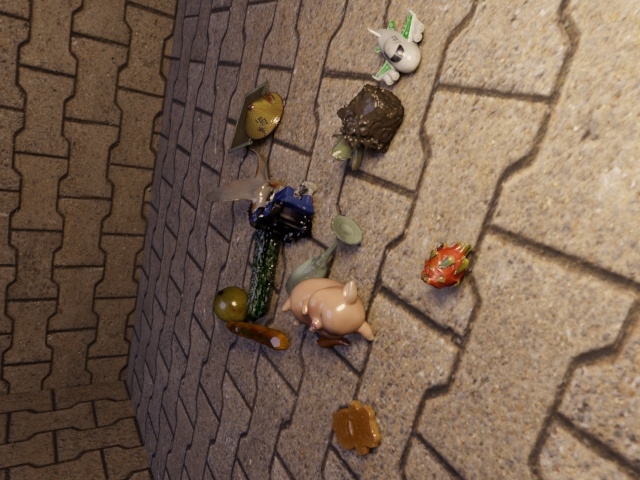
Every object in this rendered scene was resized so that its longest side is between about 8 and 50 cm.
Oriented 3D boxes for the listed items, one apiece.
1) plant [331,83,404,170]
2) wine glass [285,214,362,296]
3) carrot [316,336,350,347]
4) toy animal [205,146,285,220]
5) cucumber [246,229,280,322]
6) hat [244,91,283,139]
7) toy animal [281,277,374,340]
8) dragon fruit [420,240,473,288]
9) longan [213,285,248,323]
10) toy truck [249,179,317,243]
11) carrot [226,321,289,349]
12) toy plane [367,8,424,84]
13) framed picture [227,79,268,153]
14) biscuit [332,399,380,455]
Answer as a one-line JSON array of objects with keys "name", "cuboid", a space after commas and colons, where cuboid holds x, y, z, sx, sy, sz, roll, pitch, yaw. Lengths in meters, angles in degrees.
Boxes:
[{"name": "plant", "cuboid": [0.109, -0.284, 1.122, 0.203, 0.131, 0.142, -58, 46, 37]}, {"name": "wine glass", "cuboid": [0.000, 0.000, 1.343, 0.309, 0.097, 0.264, -52, 27, 41]}, {"name": "carrot", "cuboid": [0.034, 0.289, 1.274, 0.142, 0.035, 0.035, -16, 74, 50]}, {"name": "toy animal", "cuboid": [-0.222, -0.215, 1.657, 0.302, 0.225, 0.283, 11, 76, 43]}, {"name": "cucumber", "cuboid": [-0.202, 0.121, 1.582, 0.096, 0.097, 0.358, 17, 102, 55]}, {"name": "hat", "cuboid": [-0.231, -0.471, 1.628, 0.193, 0.082, 0.192, -11, 69, 32]}, {"name": "toy animal", "cuboid": [0.021, 0.180, 1.199, 0.250, 0.166, 0.154, 10, 55, 51]}, {"name": "dragon fruit", "cuboid": [0.260, 0.048, 0.917, 0.116, 0.081, 0.086, -57, 36, 1]}, {"name": "longan", "cuboid": [-0.335, 0.259, 1.736, 0.154, 0.145, 0.176, -113, -3, -62]}, {"name": "toy truck", "cuboid": [-0.112, -0.104, 1.439, 0.213, 0.161, 0.176, -19, 52, 55]}, {"name": "carrot", "cuboid": [-0.233, 0.328, 1.585, 0.315, 0.066, 0.066, 5, 91, 42]}, {"name": "toy plane", "cuboid": [0.180, -0.465, 1.080, 0.174, 0.080, 0.173, -3, 86, 54]}, {"name": "framed picture", "cuboid": [-0.288, -0.485, 1.779, 0.217, 0.017, 0.273, 3, 76, 56]}, {"name": "biscuit", "cuboid": [0.093, 0.494, 1.172, 0.184, 0.027, 0.133, -52, 47, 42]}]
